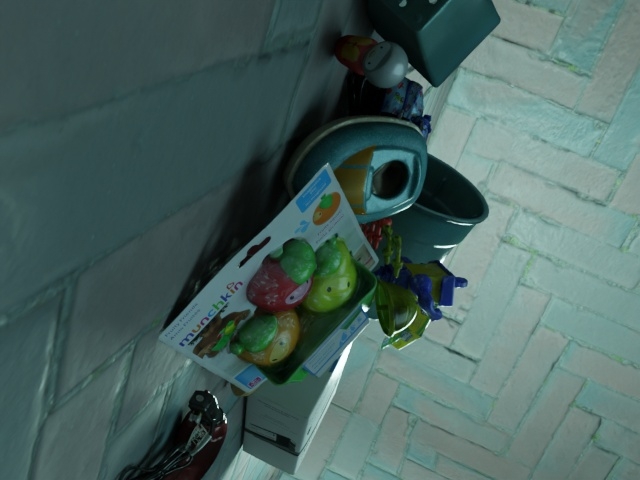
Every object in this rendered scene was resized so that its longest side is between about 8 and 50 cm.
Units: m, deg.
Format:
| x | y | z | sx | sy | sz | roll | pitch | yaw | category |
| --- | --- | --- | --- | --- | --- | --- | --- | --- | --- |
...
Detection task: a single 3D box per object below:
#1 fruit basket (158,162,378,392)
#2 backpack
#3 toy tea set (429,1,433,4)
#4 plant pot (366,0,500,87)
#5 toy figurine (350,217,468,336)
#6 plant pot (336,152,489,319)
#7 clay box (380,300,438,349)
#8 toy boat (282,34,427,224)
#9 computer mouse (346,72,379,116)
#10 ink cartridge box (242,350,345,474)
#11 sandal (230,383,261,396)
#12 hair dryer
| x | y | z | sx | sy | sz | roll | pitch | yaw | category |
| --- | --- | --- | --- | --- | --- | --- | --- | --- | --- |
| -0.046 | 0.086 | 1.072 | 0.327 | 0.165 | 0.353 | -46 | 158 | -8 | fruit basket |
| 0.150 | -0.222 | 1.326 | 0.158 | 0.117 | 0.173 | 27 | 80 | -81 | backpack |
| 0.277 | -0.605 | 1.541 | 0.200 | 0.124 | 0.335 | -131 | -122 | -68 | toy tea set |
| 0.178 | -0.388 | 1.179 | 0.165 | 0.165 | 0.234 | -46 | 169 | 14 | plant pot |
| 0.192 | 0.058 | 1.348 | 0.362 | 0.217 | 0.191 | -123 | -137 | -74 | toy figurine |
| 0.159 | -0.017 | 1.655 | 0.334 | 0.341 | 0.341 | -62 | 173 | 29 | plant pot |
| 0.232 | 0.175 | 1.716 | 0.222 | 0.053 | 0.127 | -57 | -176 | -28 | clay box |
| 0.070 | -0.162 | 1.122 | 0.268 | 0.148 | 0.318 | -14 | 122 | -26 | toy boat |
| 0.097 | -0.302 | 1.380 | 0.262 | 0.060 | 0.184 | -52 | 156 | -45 | computer mouse |
| -0.061 | 0.385 | 1.818 | 0.285 | 0.166 | 0.394 | -59 | 168 | -35 | ink cartridge box |
| -0.127 | 0.213 | 1.331 | 0.079 | 0.088 | 0.240 | 5 | 130 | -42 | sandal |
| -0.241 | 0.351 | 1.140 | 0.223 | 0.080 | 0.293 | -45 | 158 | -19 | hair dryer |
